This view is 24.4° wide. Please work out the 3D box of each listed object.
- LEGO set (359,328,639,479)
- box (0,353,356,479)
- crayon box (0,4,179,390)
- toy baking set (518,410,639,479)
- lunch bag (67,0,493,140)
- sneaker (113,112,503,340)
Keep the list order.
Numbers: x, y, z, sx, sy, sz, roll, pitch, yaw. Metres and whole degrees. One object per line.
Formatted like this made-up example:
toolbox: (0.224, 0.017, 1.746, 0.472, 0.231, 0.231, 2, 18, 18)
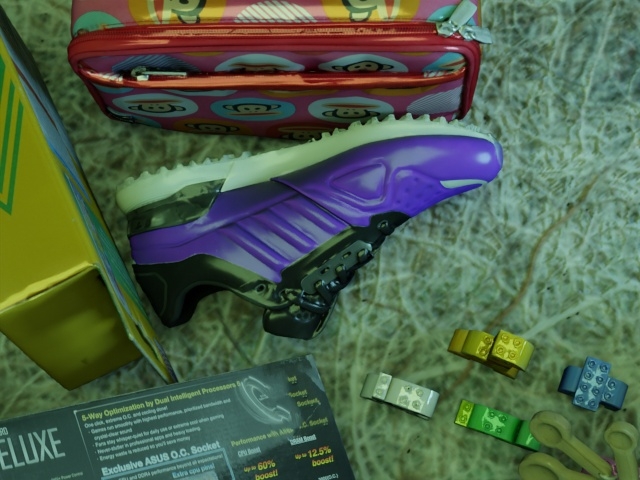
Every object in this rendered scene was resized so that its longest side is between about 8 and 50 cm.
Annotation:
LEGO set: (0.149, 0.112, 1.084, 0.227, 0.093, 0.087, 19, 81, 5)
box: (-0.111, 0.222, 0.957, 0.307, 0.076, 0.242, -10, 71, -30)
crayon box: (-0.207, -0.028, 1.036, 0.083, 0.203, 0.323, -26, 70, -4)
toy baking set: (0.243, 0.184, 1.001, 0.197, 0.256, 0.030, 51, 47, -18)
lunch bag: (-0.029, -0.155, 1.053, 0.293, 0.258, 0.120, 0, 80, 2)
sneaker: (0.000, 0.000, 1.108, 0.293, 0.102, 0.146, -12, 80, 7)
